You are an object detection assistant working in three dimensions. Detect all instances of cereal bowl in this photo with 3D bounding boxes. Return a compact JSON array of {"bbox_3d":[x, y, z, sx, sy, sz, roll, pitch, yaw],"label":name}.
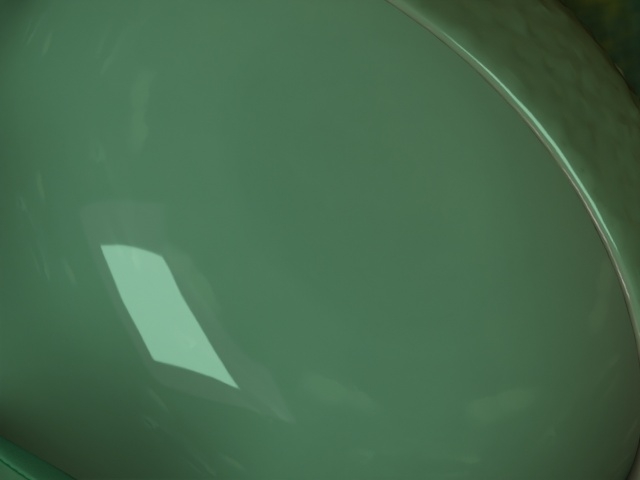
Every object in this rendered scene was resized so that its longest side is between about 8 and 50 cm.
[{"bbox_3d":[0.000,0.000,0.775,0.339,0.141,0.339,16,127,23],"label":"cereal bowl"}]

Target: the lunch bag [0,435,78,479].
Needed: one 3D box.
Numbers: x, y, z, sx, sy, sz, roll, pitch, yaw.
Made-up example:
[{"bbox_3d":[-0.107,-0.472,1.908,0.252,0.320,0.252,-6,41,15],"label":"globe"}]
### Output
[{"bbox_3d":[-0.181,0.194,0.819,0.223,0.160,0.262,27,109,26],"label":"lunch bag"}]
